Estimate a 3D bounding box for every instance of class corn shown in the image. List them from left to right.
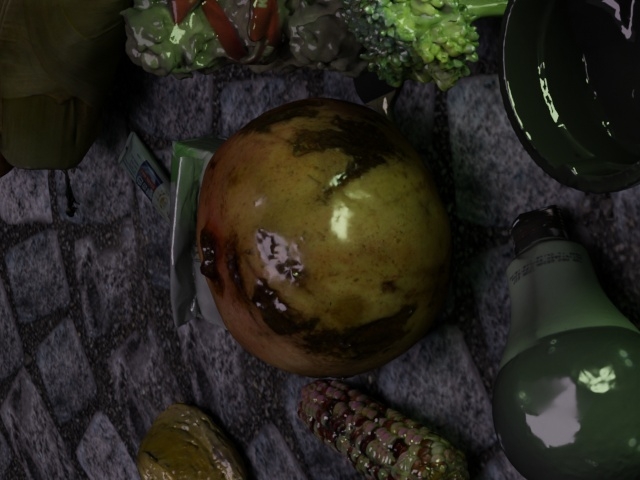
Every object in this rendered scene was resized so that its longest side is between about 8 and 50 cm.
[{"bbox_3d":[0.073,0.243,1.940,0.280,0.092,0.092,26,117,51],"label":"corn"}]

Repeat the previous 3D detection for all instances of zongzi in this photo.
[{"bbox_3d":[-0.350,-0.196,2.244,0.418,0.181,0.447,-139,51,-59],"label":"zongzi"}]

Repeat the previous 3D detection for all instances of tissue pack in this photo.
[{"bbox_3d":[-0.140,-0.009,2.107,0.159,0.145,0.229,18,110,49],"label":"tissue pack"}]

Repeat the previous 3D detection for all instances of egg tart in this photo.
[{"bbox_3d":[-0.188,0.350,2.283,0.232,0.098,0.252,-35,73,52],"label":"egg tart"}]

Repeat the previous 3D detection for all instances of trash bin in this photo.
[{"bbox_3d":[0.318,-0.162,1.413,0.277,0.262,0.217,10,105,51],"label":"trash bin"}]

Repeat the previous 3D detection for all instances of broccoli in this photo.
[{"bbox_3d":[0.125,-0.294,1.636,0.260,0.235,0.288,28,112,37],"label":"broccoli"}]

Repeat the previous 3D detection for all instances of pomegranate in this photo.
[{"bbox_3d":[0.000,0.000,1.837,0.322,0.322,0.322,13,107,50],"label":"pomegranate"}]

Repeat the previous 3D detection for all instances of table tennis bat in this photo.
[{"bbox_3d":[0.069,-0.181,1.920,0.087,0.013,0.156,-16,83,51],"label":"table tennis bat"}]

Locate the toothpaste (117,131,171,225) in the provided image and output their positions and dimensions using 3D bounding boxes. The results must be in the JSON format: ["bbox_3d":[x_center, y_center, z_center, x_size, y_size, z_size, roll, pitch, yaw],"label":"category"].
[{"bbox_3d":[-0.224,-0.069,2.292,0.233,0.038,0.060,49,128,38],"label":"toothpaste"}]

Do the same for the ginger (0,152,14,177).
[{"bbox_3d":[-0.522,-0.306,2.509,0.254,0.176,0.418,-16,79,57],"label":"ginger"}]

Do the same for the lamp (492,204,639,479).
[{"bbox_3d":[0.262,0.102,1.632,0.182,0.182,0.314,-21,62,51],"label":"lamp"}]

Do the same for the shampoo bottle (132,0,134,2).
[{"bbox_3d":[-0.233,-0.392,2.219,0.104,0.061,0.258,-5,93,57],"label":"shampoo bottle"}]

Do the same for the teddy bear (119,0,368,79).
[{"bbox_3d":[-0.048,-0.369,1.883,0.357,0.224,0.367,5,98,38],"label":"teddy bear"}]
